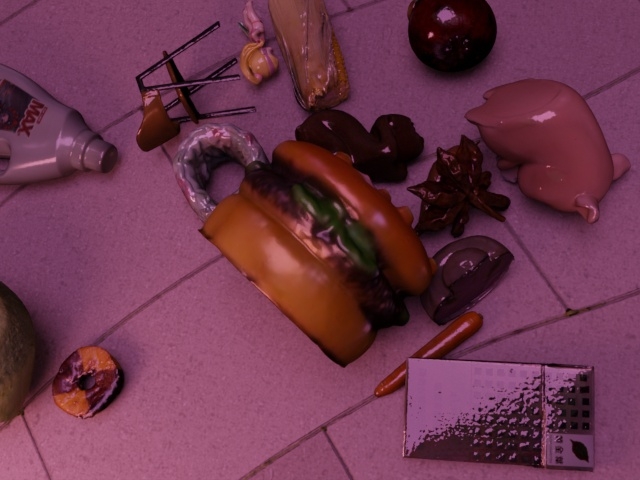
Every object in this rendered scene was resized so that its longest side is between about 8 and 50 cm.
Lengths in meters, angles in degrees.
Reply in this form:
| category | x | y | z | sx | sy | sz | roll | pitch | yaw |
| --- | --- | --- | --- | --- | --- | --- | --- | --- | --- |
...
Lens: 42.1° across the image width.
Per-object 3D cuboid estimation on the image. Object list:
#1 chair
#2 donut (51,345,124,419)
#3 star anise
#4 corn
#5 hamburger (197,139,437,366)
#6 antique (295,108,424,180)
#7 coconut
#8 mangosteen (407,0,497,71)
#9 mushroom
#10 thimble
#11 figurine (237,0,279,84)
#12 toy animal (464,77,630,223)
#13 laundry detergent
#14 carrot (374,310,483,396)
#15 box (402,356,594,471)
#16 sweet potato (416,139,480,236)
| category | x | y | z | sx | sy | sz | roll | pitch | yaw |
| --- | --- | --- | --- | --- | --- | --- | --- | --- | --- |
| chair | -0.279 | -0.305 | 1.720 | 0.247 | 0.158 | 0.172 | -20 | 72 | 1 |
| donut | -0.445 | 0.277 | 1.606 | 0.141 | 0.059 | 0.140 | -3 | 72 | 9 |
| star anise | 0.260 | -0.093 | 1.550 | 0.213 | 0.111 | 0.196 | -13 | 102 | -12 |
| corn | -0.027 | -0.411 | 1.731 | 0.123 | 0.122 | 0.305 | -19 | 72 | 4 |
| hamburger | 0.000 | 0.000 | 1.452 | 0.396 | 0.395 | 0.277 | 42 | 84 | 19 |
| antique | 0.075 | -0.192 | 1.649 | 0.257 | 0.121 | 0.143 | -1 | 63 | 16 |
| coconut | -0.681 | 0.213 | 1.553 | 0.329 | 0.328 | 0.281 | 7 | 44 | 12 |
| mangosteen | 0.259 | -0.434 | 1.678 | 0.200 | 0.200 | 0.199 | -3 | 71 | 8 |
| mushroom | 0.252 | 0.063 | 1.526 | 0.188 | 0.141 | 0.117 | -41 | 48 | -8 |
| thimble | -0.191 | -0.117 | 1.650 | 0.186 | 0.149 | 0.210 | 4 | 73 | 8 |
| figurine | -0.142 | -0.419 | 1.773 | 0.083 | 0.083 | 0.187 | -15 | 79 | 4 |
| toy animal | 0.417 | -0.165 | 1.538 | 0.213 | 0.256 | 0.195 | -9 | 33 | 46 |
| laundry detergent | -0.626 | -0.218 | 1.770 | 0.398 | 0.124 | 0.263 | 21 | 75 | 13 |
| carrot | 0.199 | 0.211 | 1.534 | 0.248 | 0.043 | 0.043 | -38 | 70 | -2 |
| box | 0.311 | 0.301 | 1.462 | 0.325 | 0.047 | 0.180 | 2 | 82 | 9 |
| sweet potato | 0.231 | -0.108 | 1.624 | 0.068 | 0.068 | 0.226 | 32 | 89 | 17 |
